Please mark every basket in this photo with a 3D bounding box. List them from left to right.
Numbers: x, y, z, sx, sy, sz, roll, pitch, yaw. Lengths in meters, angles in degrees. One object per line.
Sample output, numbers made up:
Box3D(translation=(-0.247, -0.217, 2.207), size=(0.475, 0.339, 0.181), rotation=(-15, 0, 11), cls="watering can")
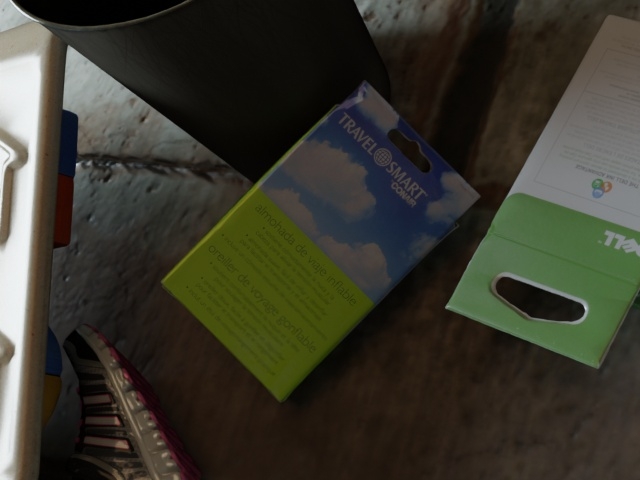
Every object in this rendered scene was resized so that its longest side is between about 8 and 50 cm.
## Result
Box3D(translation=(-0.059, -0.139, 0.959), size=(0.204, 0.227, 0.154), rotation=(-2, 63, 28), cls="basket")

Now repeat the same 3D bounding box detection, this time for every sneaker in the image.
Box3D(translation=(-0.137, 0.127, 0.956), size=(0.075, 0.063, 0.170), rotation=(-35, 57, 0), cls="sneaker")

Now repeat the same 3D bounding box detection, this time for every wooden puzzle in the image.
Box3D(translation=(-0.278, 0.035, 1.031), size=(0.322, 0.080, 0.347), rotation=(-10, 68, 39), cls="wooden puzzle")

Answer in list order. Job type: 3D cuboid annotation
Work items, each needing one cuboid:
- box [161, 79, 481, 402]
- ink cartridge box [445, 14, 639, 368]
Box3D(translation=(0.000, 0.000, 0.929), size=(0.109, 0.042, 0.178), rotation=(45, 89, -2), cls="box")
Box3D(translation=(0.175, -0.022, 0.866), size=(0.109, 0.062, 0.209), rotation=(22, 76, 36), cls="ink cartridge box")
